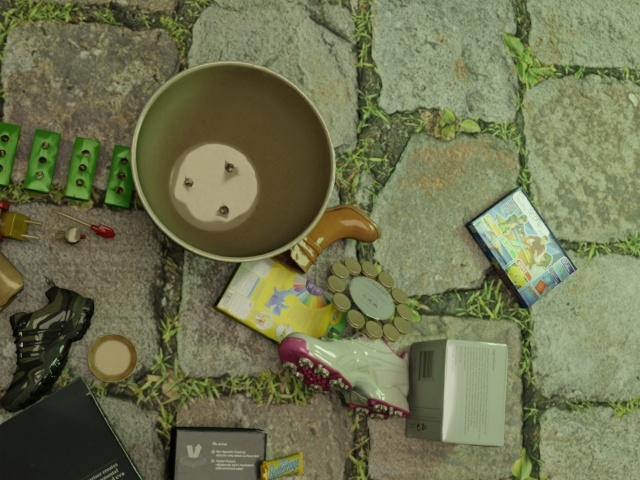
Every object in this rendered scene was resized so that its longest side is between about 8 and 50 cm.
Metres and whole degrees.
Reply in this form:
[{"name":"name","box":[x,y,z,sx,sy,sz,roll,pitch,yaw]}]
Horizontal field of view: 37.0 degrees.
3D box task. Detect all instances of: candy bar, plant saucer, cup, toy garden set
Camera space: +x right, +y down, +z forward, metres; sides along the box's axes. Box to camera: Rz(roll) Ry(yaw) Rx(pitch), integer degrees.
[{"name":"candy bar","box":[-0.065,0.391,1.644,0.018,0.161,0.040,0,84,23]},{"name":"plant saucer","box":[-0.358,0.202,1.648,0.084,0.015,0.083,2,81,-14]},{"name":"cup","box":[-0.163,-0.112,1.632,0.331,0.237,0.330,2,81,-14]},{"name":"toy garden set","box":[-0.454,-0.080,1.649,0.244,0.049,0.203,11,77,-14]}]

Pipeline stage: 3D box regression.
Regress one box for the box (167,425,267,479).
[{"name":"box","box":[-0.178,0.399,1.628,0.156,0.093,0.158,5,82,-14]}]

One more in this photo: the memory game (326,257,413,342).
[{"name":"memory game","box":[0.090,0.106,1.734,0.186,0.012,0.186,23,39,-21]}]

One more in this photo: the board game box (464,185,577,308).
[{"name":"board game box","box":[0.393,0.013,1.872,0.136,0.035,0.201,-34,92,-17]}]

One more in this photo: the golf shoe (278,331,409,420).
[{"name":"golf shoe","box":[0.047,0.211,1.684,0.306,0.115,0.140,35,59,-38]}]

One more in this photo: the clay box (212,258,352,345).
[{"name":"clay box","box":[-0.066,0.121,1.720,0.222,0.053,0.127,32,76,-11]}]

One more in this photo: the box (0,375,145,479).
[{"name":"box","box":[-0.335,0.413,1.429,0.183,0.296,0.294,-29,61,-16]}]

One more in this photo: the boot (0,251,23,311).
[{"name":"boot","box":[-0.569,-0.023,1.542,0.269,0.236,0.089,50,33,-1]}]

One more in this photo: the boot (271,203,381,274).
[{"name":"boot","box":[0.000,0.000,1.726,0.197,0.073,0.152,21,54,3]}]

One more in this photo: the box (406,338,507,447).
[{"name":"box","box":[0.242,0.272,1.716,0.119,0.181,0.181,6,80,-14]}]

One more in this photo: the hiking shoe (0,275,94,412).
[{"name":"hiking shoe","box":[-0.477,0.175,1.596,0.114,0.086,0.226,29,69,4]}]
